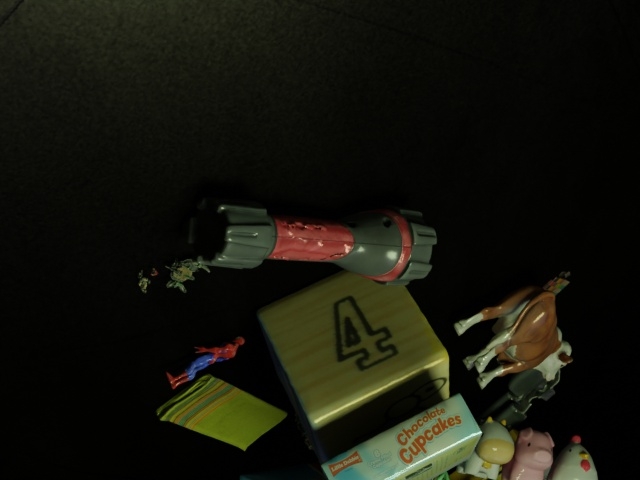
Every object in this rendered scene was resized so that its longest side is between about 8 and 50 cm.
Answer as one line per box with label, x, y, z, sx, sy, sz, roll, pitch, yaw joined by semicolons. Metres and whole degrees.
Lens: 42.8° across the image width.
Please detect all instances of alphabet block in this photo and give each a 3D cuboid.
alphabet block;0.048;0.171;1.126;0.197;0.193;0.192;-24;145;-10

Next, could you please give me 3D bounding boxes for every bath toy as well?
bath toy;0.397;0.422;1.623;0.348;0.129;0.151;17;163;-12

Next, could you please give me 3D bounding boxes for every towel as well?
towel;-0.143;0.268;1.252;0.102;0.021;0.237;-36;144;9

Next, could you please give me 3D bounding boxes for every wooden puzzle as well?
wooden puzzle;0.408;0.083;1.434;0.049;0.006;0.083;17;123;-46

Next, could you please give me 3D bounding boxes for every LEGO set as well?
LEGO set;-0.173;0.037;0.959;0.083;0.023;0.054;3;132;-19

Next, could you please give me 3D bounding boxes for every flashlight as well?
flashlight;0.000;0.000;0.964;0.304;0.103;0.103;5;133;-40

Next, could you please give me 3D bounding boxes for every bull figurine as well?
bull figurine;0.343;0.176;1.418;0.188;0.101;0.310;-28;145;0

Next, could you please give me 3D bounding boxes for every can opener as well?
can opener;0.381;0.338;1.683;0.093;0.074;0.280;34;113;-15

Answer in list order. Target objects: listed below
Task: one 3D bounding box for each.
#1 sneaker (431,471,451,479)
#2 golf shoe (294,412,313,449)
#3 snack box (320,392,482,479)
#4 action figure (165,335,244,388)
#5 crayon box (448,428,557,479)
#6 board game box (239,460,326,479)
sneaker;0.232;0.523;1.694;0.410;0.158;0.182;16;88;-38
golf shoe;0.002;0.279;1.329;0.086;0.067;0.186;-21;143;-16
snack box;0.112;0.295;1.090;0.187;0.060;0.322;-27;159;-3
action figure;-0.155;0.161;1.110;0.115;0.030;0.038;-25;150;-16
crayon box;0.441;0.553;1.955;0.202;0.081;0.318;-40;144;13
board game box;0.044;0.448;1.389;0.242;0.317;0.064;2;89;-37
